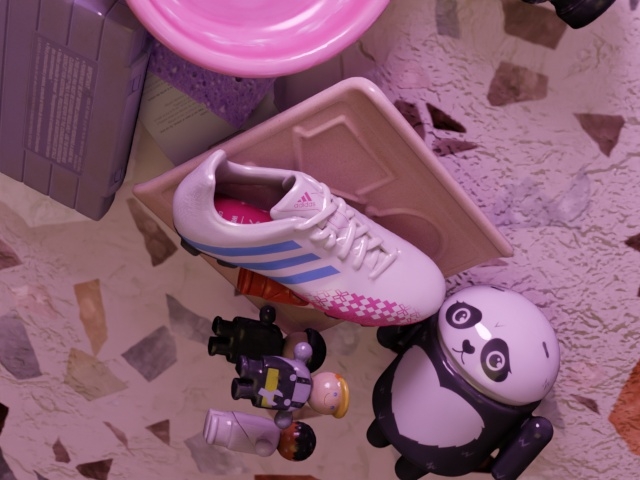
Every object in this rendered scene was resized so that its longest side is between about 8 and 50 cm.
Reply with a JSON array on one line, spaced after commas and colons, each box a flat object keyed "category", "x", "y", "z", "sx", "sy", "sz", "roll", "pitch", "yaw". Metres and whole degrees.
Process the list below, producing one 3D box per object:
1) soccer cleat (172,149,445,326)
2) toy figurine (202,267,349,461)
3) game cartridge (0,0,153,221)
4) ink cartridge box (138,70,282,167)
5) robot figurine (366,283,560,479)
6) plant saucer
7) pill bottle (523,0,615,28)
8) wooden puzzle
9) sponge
[{"category": "soccer cleat", "x": 0.000, "y": 0.000, "z": 1.447, "sx": 0.331, "sy": 0.116, "sz": 0.143, "roll": 19, "pitch": 144, "yaw": -12}, {"category": "toy figurine", "x": -0.043, "y": 0.146, "z": 1.557, "sx": 0.148, "sy": 0.209, "sz": 0.213, "roll": 12, "pitch": 140, "yaw": -15}, {"category": "game cartridge", "x": -0.317, "y": -0.183, "z": 1.523, "sx": 0.230, "sy": 0.068, "sz": 0.355, "roll": 24, "pitch": 143, "yaw": 0}, {"category": "ink cartridge box", "x": -0.177, "y": -0.233, "z": 1.524, "sx": 0.165, "sy": 0.065, "sz": 0.333, "roll": -25, "pitch": 111, "yaw": 25}, {"category": "robot figurine", "x": 0.172, "y": 0.180, "z": 1.629, "sx": 0.209, "sy": 0.173, "sz": 0.278, "roll": 28, "pitch": 124, "yaw": -14}, {"category": "plant saucer", "x": -0.066, "y": -0.337, "z": 1.352, "sx": 0.332, "sy": 0.084, "sz": 0.332, "roll": -7, "pitch": 111, "yaw": -18}, {"category": "pill bottle", "x": 0.211, "y": -0.320, "z": 1.341, "sx": 0.219, "sy": 0.123, "sz": 0.123, "roll": 39, "pitch": 122, "yaw": -14}, {"category": "wooden puzzle", "x": 0.006, "y": -0.038, "z": 1.558, "sx": 0.348, "sy": 0.080, "sz": 0.322, "roll": -21, "pitch": 132, "yaw": 29}, {"category": "sponge", "x": -0.145, "y": -0.225, "z": 1.466, "sx": 0.210, "sy": 0.031, "sz": 0.117, "roll": 33, "pitch": 123, "yaw": -7}]
